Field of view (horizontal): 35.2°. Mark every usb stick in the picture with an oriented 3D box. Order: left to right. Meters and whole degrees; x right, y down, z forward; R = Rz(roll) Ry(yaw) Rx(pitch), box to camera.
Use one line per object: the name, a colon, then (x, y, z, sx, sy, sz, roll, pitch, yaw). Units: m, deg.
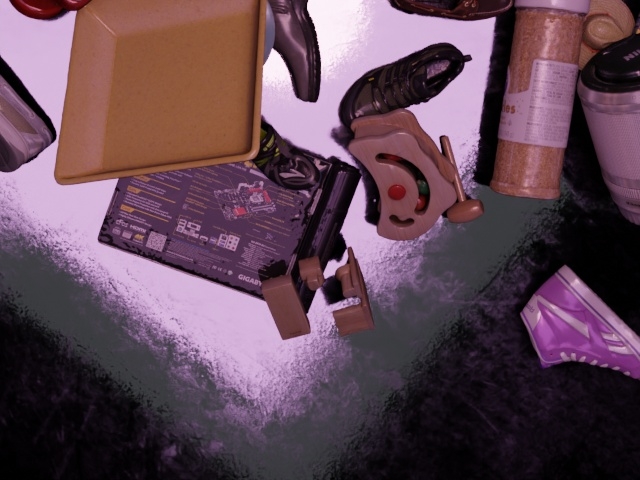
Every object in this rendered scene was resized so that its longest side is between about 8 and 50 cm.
usb stick: (0.000, 0.000, 1.703, 0.045, 0.077, 0.278, 24, 98, 21)

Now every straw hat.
straw hat: (0.472, -0.349, 1.694, 0.144, 0.061, 0.145, -1, 100, -6)

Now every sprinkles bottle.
sprinkles bottle: (0.363, -0.249, 1.669, 0.121, 0.121, 0.356, 5, 100, -7)

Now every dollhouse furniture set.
dollhouse furniture set: (-0.007, 0.076, 1.674, 0.151, 0.123, 0.144, -16, 127, 6)

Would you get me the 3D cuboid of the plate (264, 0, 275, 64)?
plate: (-0.164, -0.338, 1.611, 0.188, 0.024, 0.188, 5, 110, 16)

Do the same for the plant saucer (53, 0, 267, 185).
plant saucer: (-0.225, -0.237, 1.536, 0.332, 0.081, 0.333, -6, 67, 19)

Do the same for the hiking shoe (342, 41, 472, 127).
hiking shoe: (0.136, -0.255, 1.648, 0.226, 0.114, 0.086, -32, 101, 0)

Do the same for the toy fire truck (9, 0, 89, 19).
toy fire truck: (-0.409, -0.506, 1.541, 0.302, 0.169, 0.254, 48, 66, -10)

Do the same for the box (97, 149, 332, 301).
box: (-0.175, -0.067, 1.670, 0.321, 0.079, 0.257, 19, 95, -9)

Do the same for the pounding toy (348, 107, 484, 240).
pounding toy: (0.142, -0.110, 1.688, 0.154, 0.155, 0.269, -28, 120, 24)

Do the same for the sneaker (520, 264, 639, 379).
sneaker: (0.472, 0.192, 1.779, 0.282, 0.102, 0.161, 43, 97, -1)

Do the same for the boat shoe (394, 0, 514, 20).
boat shoe: (0.222, -0.398, 1.654, 0.206, 0.073, 0.073, -2, 99, -7)

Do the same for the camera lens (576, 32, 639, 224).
camera lens: (0.548, -0.187, 1.628, 0.219, 0.219, 0.274, -26, 118, -1)

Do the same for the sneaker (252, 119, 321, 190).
sneaker: (-0.082, -0.141, 1.588, 0.188, 0.078, 0.067, 38, 89, -10)

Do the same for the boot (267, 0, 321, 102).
boot: (-0.089, -0.337, 1.642, 0.161, 0.083, 0.247, -8, 101, 8)

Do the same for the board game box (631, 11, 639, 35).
board game box: (0.633, -0.390, 1.705, 0.194, 0.060, 0.194, 17, 97, -9)

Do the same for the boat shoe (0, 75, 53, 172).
boat shoe: (-0.555, -0.257, 1.589, 0.320, 0.103, 0.118, 51, 137, -9)
